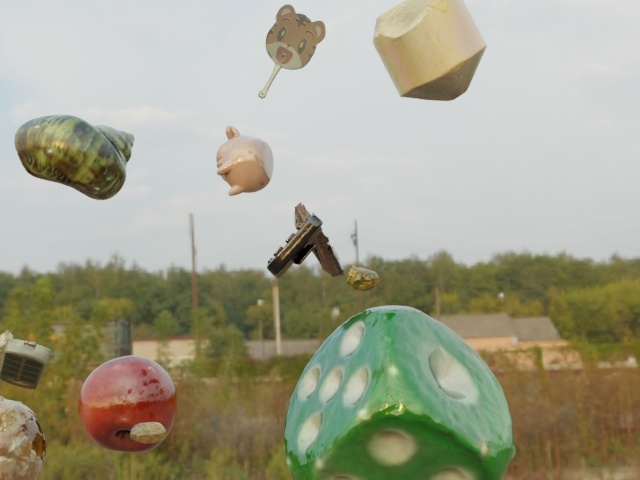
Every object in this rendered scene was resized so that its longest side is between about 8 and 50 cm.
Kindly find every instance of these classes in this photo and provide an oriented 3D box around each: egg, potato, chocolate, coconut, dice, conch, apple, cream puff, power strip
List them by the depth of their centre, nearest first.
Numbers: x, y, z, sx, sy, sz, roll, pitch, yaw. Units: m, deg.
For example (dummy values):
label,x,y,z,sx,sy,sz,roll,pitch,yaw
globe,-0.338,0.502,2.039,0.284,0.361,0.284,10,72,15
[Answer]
label,x,y,z,sx,sy,sz,roll,pitch,yaw
dice,0.128,0.315,1.378,0.297,0.287,0.300,35,-64,-17
conch,-0.418,-0.158,1.437,0.124,0.187,0.181,-33,4,23
power strip,-0.554,0.234,1.511,0.080,0.029,0.227,19,-31,-15
egg,-0.648,0.430,1.617,0.195,0.233,0.195,3,-19,1
coconut,0.251,-0.428,1.823,0.239,0.244,0.239,-27,7,3
potato,-0.390,0.436,1.837,0.083,0.051,0.040,6,-47,-28
cream puff,0.110,0.103,2.137,0.083,0.058,0.083,25,14,36
apple,-0.506,0.441,2.158,0.261,0.216,0.260,-5,-47,-5
chocolate,-0.004,0.005,2.181,0.065,0.102,0.329,-26,-29,2

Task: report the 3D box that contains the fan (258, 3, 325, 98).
label,x,y,z,sx,sy,sz,roll,pitch,yaw
fan,-0.085,-0.433,1.910,0.152,0.226,0.008,37,16,25

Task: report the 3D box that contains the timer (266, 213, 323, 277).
label,x,y,z,sx,sy,sz,roll,pitch,yaw
timer,-0.048,0.018,1.668,0.055,0.144,0.187,42,-4,1

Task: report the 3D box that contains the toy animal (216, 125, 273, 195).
label,x,y,z,sx,sy,sz,roll,pitch,yaw
toy animal,-0.201,-0.211,2.171,0.154,0.166,0.250,-23,21,-2

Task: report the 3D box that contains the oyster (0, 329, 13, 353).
label,x,y,z,sx,sy,sz,roll,pitch,yaw
oyster,-0.650,0.188,1.468,0.081,0.163,0.191,12,24,41
